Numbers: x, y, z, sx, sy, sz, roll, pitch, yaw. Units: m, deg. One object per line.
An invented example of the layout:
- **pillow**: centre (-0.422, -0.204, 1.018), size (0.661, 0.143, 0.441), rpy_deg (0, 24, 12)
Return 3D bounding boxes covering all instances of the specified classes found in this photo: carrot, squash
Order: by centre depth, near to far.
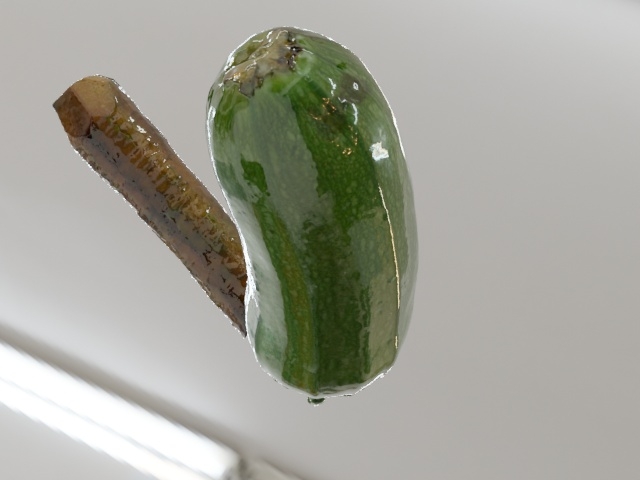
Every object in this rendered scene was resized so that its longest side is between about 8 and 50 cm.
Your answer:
- **squash**: centre (0.000, 0.000, 0.563), size (0.077, 0.068, 0.219), rpy_deg (-11, -36, -5)
- **carrot**: centre (-0.124, -0.029, 1.184), size (0.260, 0.070, 0.070), rpy_deg (49, -37, 1)
